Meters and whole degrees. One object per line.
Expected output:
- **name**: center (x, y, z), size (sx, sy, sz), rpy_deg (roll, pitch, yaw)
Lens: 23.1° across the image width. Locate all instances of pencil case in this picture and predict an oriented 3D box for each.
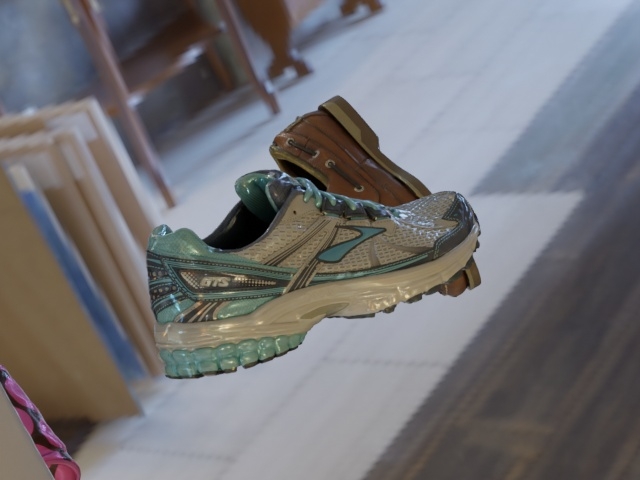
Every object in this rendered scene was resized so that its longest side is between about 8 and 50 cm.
- **pencil case**: center (-0.307, 0.162, 1.382), size (0.209, 0.095, 0.098), rpy_deg (42, 24, 25)

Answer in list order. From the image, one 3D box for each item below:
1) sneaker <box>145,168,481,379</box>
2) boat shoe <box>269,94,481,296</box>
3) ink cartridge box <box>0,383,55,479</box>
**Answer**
- **sneaker**: center (0.000, 0.000, 1.132), size (0.283, 0.122, 0.110), rpy_deg (-23, 12, -33)
- **boat shoe**: center (0.054, -0.030, 1.684), size (0.104, 0.110, 0.307), rpy_deg (-31, 48, -12)
- **ink cartridge box**: center (-0.302, 0.055, 0.640), size (0.285, 0.395, 0.166), rpy_deg (6, 46, 26)
